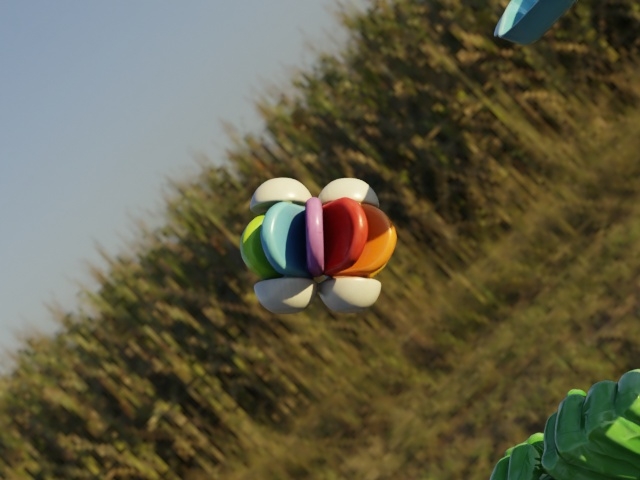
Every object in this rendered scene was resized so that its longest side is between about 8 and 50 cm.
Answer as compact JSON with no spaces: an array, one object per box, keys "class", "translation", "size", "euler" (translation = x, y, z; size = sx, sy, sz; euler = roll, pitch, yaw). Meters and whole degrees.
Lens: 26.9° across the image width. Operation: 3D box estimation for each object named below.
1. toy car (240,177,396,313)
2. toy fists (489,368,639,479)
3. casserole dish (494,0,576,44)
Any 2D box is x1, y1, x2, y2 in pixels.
[{"class":"toy car","translation":[0.000,0.000,1.561],"size":[0.182,0.159,0.136],"euler":[0,-12,-10]},{"class":"toy fists","translation":[0.247,0.215,1.232],"size":[0.279,0.142,0.096],"euler":[124,159,-48]},{"class":"casserole dish","translation":[0.255,-0.274,1.403],"size":[0.188,0.037,0.114],"euler":[-45,12,34]}]
